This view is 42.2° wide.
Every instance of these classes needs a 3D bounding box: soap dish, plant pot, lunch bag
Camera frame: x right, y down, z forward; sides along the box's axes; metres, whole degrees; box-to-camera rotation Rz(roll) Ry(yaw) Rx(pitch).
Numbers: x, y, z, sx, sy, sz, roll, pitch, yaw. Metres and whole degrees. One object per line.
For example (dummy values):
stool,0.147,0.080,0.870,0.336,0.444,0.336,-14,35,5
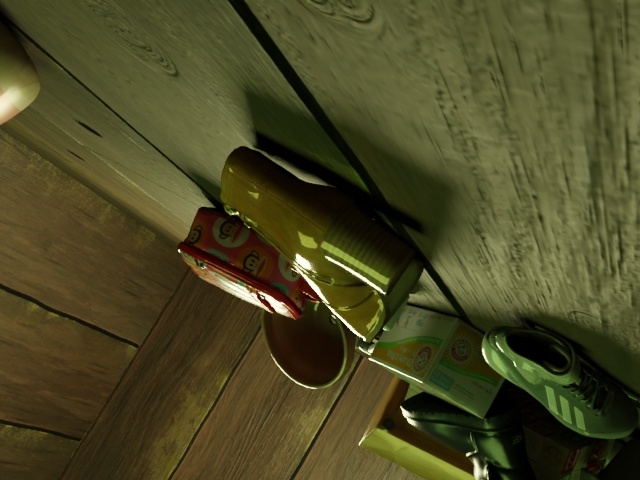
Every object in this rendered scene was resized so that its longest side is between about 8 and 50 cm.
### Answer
soap dish,0.250,0.340,1.542,0.291,0.229,0.118,24,152,16
plant pot,-0.005,0.180,1.738,0.237,0.237,0.110,26,-149,33
lunch bag,-0.111,0.053,1.530,0.258,0.120,0.293,25,170,11

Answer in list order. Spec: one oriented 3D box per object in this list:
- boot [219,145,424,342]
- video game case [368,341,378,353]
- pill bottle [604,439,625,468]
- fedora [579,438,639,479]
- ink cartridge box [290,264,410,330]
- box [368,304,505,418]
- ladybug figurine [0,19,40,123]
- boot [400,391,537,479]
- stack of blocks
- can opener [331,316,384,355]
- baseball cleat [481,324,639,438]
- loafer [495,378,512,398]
boot,-0.001,0.001,0.891,0.211,0.104,0.295,34,168,14
video game case,0.191,0.242,1.715,0.143,0.019,0.157,32,151,-9
pill bottle,0.517,0.467,1.502,0.181,0.181,0.323,25,171,35
fedora,0.510,0.376,1.175,0.244,0.124,0.275,38,176,-34
ink cartridge box,0.044,0.059,1.152,0.109,0.063,0.150,25,171,33
box,0.174,0.172,1.223,0.114,0.103,0.203,33,172,-17
ladybug figurine,-0.506,-0.233,1.013,0.305,0.162,0.449,34,171,-19
boot,0.231,0.338,1.252,0.246,0.094,0.207,-6,102,58
stack of blocks,0.307,0.301,1.371,0.297,0.087,0.171,26,-165,40
can opener,0.117,0.222,1.844,0.280,0.074,0.093,28,173,14
baseball cleat,0.274,0.159,0.908,0.206,0.072,0.109,28,166,-5
loafer,0.260,0.208,1.291,0.061,0.062,0.170,34,171,2
